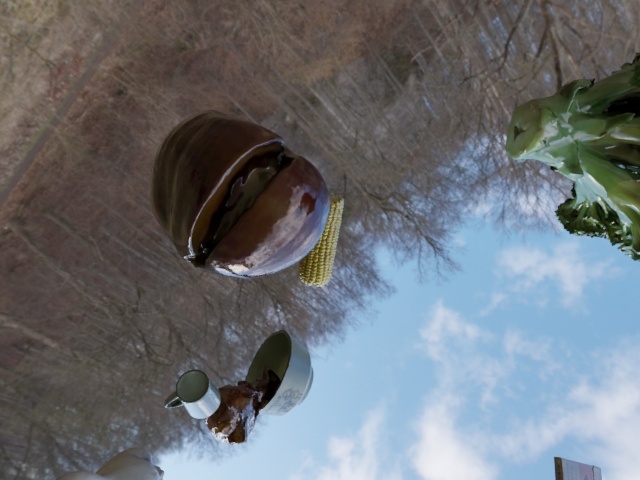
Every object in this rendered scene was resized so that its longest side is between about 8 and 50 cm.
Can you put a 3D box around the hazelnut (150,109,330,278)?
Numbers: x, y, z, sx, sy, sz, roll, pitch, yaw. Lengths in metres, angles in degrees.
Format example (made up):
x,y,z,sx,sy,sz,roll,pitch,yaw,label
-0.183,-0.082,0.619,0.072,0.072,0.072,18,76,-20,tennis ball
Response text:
x,y,z,sx,sy,sz,roll,pitch,yaw,label
-0.115,-0.057,0.560,0.217,0.252,0.217,-49,170,-12,hazelnut

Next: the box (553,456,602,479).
x,y,z,sx,sy,sz,roll,pitch,yaw,label
0.311,0.291,0.493,0.012,0.083,0.046,-32,-139,53,box

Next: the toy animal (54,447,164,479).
x,y,z,sx,sy,sz,roll,pitch,yaw,label
-0.351,0.425,0.650,0.193,0.179,0.127,-41,-112,34,toy animal

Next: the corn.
x,y,z,sx,sy,sz,roll,pitch,yaw,label
0.000,0.000,1.081,0.093,0.094,0.243,24,-74,57,corn

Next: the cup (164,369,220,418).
x,y,z,sx,sy,sz,roll,pitch,yaw,label
-0.193,0.227,0.617,0.083,0.075,0.054,95,9,-55,cup

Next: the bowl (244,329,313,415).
x,y,z,sx,sy,sz,roll,pitch,yaw,label
-0.094,0.344,1.032,0.211,0.112,0.211,-46,-155,28,bowl

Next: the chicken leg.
x,y,z,sx,sy,sz,roll,pitch,yaw,label
-0.153,0.346,0.878,0.093,0.304,0.113,-22,-101,10,chicken leg

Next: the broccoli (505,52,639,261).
x,y,z,sx,sy,sz,roll,pitch,yaw,label
0.351,-0.102,0.487,0.254,0.269,0.268,111,-11,-52,broccoli
